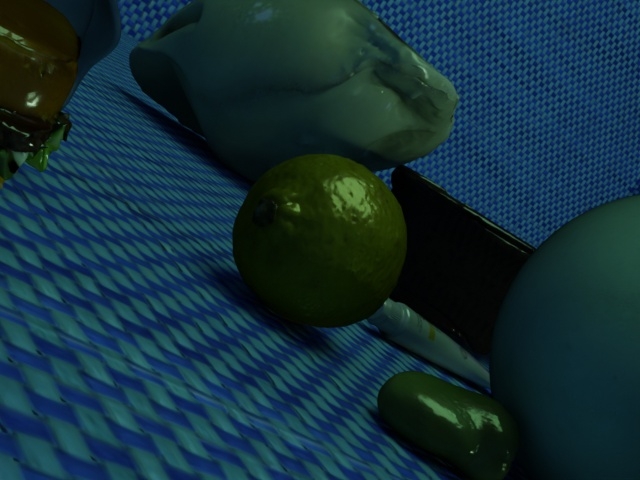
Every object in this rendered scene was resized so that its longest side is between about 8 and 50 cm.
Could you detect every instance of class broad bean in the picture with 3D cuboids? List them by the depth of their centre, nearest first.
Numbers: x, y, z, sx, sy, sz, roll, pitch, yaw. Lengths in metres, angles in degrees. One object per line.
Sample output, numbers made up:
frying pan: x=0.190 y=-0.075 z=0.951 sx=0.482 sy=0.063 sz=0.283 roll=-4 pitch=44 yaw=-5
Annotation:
broad bean: x=0.070 y=0.101 z=0.614 sx=0.083 sy=0.045 sz=0.063 roll=27 pitch=17 yaw=0

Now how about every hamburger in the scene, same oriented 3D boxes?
hamburger: x=-0.160 y=-0.067 z=0.413 sx=0.137 sy=0.087 sz=0.166 roll=31 pitch=10 yaw=-17

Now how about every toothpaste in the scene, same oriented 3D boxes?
toothpaste: x=0.099 y=0.090 z=0.925 sx=0.190 sy=0.031 sz=0.048 roll=33 pitch=2 yaw=-43

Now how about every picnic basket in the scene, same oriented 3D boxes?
picnic basket: x=0.146 y=0.021 z=1.249 sx=0.222 sy=0.129 sz=0.297 roll=33 pitch=5 yaw=-4

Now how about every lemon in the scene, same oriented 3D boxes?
lemon: x=0.000 y=0.000 z=0.692 sx=0.109 sy=0.109 sz=0.133 roll=39 pitch=3 yaw=37

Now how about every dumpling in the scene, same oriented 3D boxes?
dumpling: x=-0.013 y=-0.171 z=1.316 sx=0.395 sy=0.233 sz=0.315 roll=0 pitch=-23 yaw=29

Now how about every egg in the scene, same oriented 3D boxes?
egg: x=0.226 y=0.082 z=0.722 sx=0.230 sy=0.230 sz=0.371 roll=37 pitch=10 yaw=18

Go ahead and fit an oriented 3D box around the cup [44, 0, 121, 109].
cup: x=-0.194 y=-0.150 z=0.573 sx=0.173 sy=0.167 sz=0.300 roll=47 pitch=-16 yaw=19
